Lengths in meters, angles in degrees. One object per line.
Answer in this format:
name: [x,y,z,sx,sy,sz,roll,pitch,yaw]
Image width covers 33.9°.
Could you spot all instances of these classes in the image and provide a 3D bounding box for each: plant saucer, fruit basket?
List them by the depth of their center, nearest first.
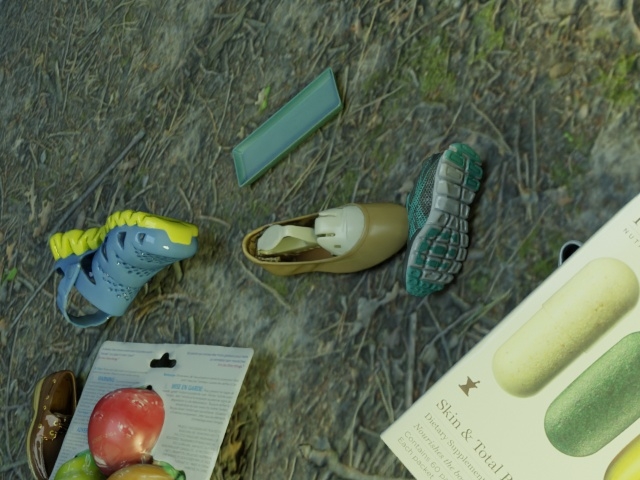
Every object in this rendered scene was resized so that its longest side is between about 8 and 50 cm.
fruit basket: [-0.234,0.295,1.302,0.327,0.165,0.353,-4,55,45]
plant saucer: [-0.042,-0.143,1.359,0.192,0.018,0.067,-37,50,31]

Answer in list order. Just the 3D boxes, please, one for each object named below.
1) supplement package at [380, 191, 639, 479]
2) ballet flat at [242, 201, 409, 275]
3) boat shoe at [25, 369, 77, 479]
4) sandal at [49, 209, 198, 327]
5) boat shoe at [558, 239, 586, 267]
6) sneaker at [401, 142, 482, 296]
supplement package: [0.226,0.114,0.778,0.199,0.198,0.263,48,112,13]
ballet flat: [0.000,0.000,1.209,0.232,0.073,0.080,-16,63,42]
boat shoe: [-0.377,0.266,1.498,0.060,0.064,0.178,-33,49,35]
sandal: [-0.274,0.042,1.456,0.317,0.126,0.138,-18,64,51]
boat shoe: [0.249,0.082,0.919,0.066,0.063,0.184,-24,58,38]
sneaker: [0.119,-0.020,1.115,0.076,0.065,0.166,3,71,64]
